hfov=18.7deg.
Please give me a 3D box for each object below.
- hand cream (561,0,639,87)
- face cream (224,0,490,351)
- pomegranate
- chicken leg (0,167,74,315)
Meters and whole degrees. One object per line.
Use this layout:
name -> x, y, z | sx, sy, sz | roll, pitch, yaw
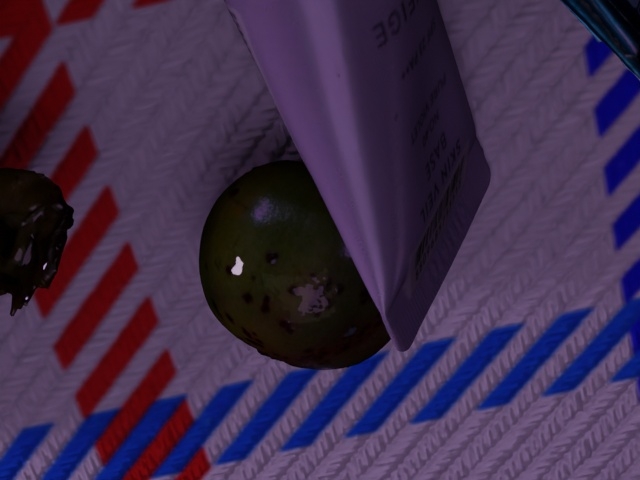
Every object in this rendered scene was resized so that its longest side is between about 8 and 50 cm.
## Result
hand cream -> 0.102, -0.182, 0.911 | 0.270, 0.120, 0.061 | 38, 145, -25
face cream -> 0.018, -0.093, 0.960 | 0.096, 0.154, 0.274 | -6, 126, 28
pomegranate -> -0.001, 0.008, 1.038 | 0.130, 0.130, 0.130 | -3, 128, -3
chicken leg -> -0.208, -0.057, 0.955 | 0.211, 0.140, 0.361 | 33, 123, -17
